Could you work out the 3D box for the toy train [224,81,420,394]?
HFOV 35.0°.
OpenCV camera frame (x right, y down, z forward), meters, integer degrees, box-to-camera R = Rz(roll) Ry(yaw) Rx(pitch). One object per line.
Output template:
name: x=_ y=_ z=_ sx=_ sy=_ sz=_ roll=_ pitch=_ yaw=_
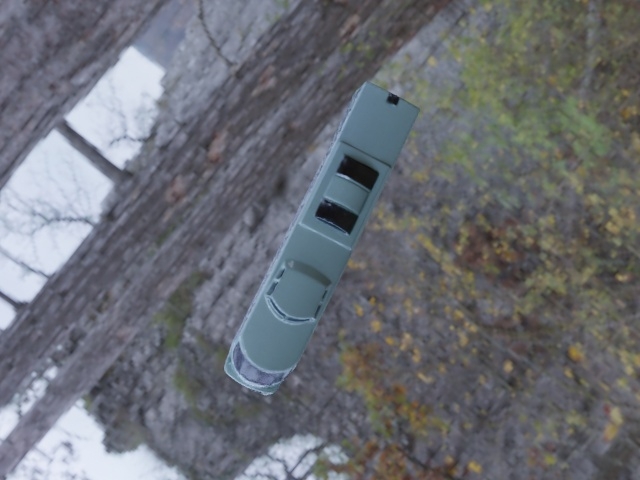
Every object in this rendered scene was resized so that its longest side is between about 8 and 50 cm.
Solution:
toy train: x=0.000 y=0.000 z=0.646 sx=0.043 sy=0.207 sz=0.047 roll=27 pitch=172 yaw=-6
